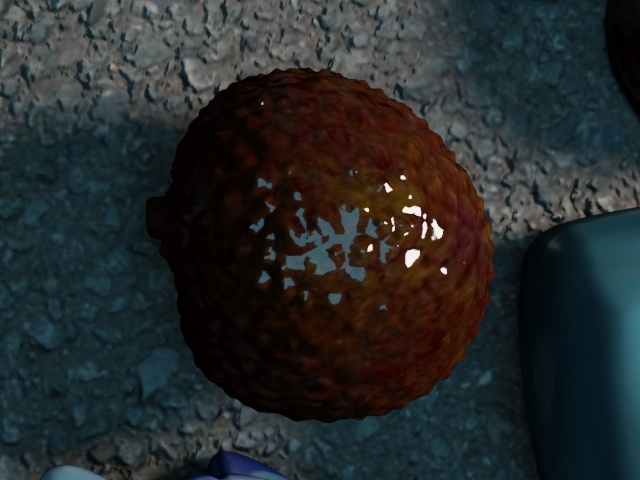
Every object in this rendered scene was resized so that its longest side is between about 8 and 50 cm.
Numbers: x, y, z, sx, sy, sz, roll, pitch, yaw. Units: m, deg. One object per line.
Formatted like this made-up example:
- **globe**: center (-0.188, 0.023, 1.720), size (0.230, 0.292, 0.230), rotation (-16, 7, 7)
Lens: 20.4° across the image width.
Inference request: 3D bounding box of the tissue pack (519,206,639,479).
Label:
- **tissue pack**: center (0.263, 0.117, 1.370), size (0.198, 0.206, 0.287), rotation (-7, 94, -7)

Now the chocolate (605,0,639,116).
- **chocolate**: center (0.374, -0.183, 1.375), size (0.284, 0.186, 0.283), rotation (-1, 95, -9)

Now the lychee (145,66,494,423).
- **lychee**: center (0.000, 0.000, 1.295), size (0.261, 0.260, 0.260), rotation (-1, 94, -9)

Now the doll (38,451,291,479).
- **doll**: center (-0.057, 0.310, 1.341), size (0.376, 0.187, 0.365), rotation (-23, 108, -34)
